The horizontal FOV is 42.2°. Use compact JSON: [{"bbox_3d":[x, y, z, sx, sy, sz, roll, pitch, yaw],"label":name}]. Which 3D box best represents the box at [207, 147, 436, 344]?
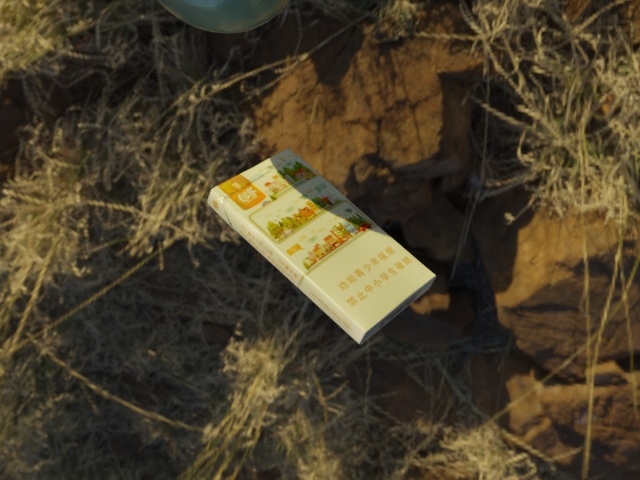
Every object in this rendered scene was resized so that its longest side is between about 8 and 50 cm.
[{"bbox_3d":[0.000,-0.001,0.857,0.220,0.122,0.032,42,140,18],"label":"box"}]

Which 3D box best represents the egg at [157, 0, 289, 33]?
[{"bbox_3d":[-0.092,-0.279,0.743,0.168,0.168,0.231,13,166,9],"label":"egg"}]
